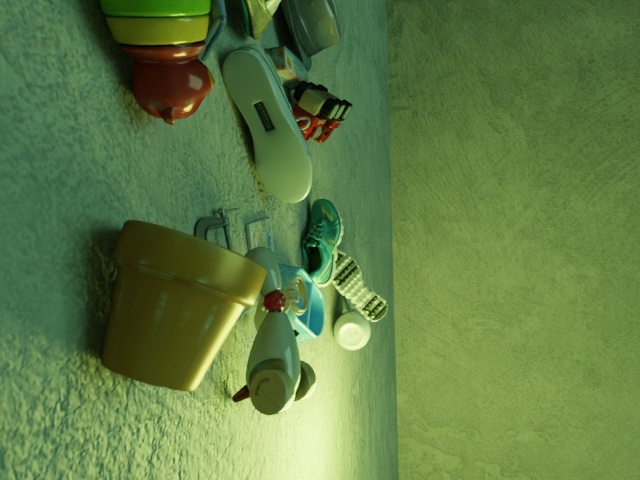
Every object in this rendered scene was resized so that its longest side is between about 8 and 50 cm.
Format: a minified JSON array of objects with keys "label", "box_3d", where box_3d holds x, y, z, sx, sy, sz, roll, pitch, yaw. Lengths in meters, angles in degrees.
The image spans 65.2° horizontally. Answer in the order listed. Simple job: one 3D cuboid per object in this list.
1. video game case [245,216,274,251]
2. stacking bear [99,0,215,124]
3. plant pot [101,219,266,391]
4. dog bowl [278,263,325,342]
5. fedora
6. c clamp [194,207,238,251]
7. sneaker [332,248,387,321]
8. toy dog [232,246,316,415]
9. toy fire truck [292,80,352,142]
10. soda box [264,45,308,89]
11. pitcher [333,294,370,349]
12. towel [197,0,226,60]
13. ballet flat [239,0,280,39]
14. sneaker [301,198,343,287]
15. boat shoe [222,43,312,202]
[{"label":"video game case","box_3d":[-0.140,-0.005,1.165,0.122,0.011,0.087,-33,118,-70]},{"label":"stacking bear","box_3d":[-0.225,-0.318,0.714,0.175,0.165,0.288,-133,-143,-55]},{"label":"plant pot","box_3d":[-0.201,0.096,0.687,0.205,0.205,0.187,45,61,-65]},{"label":"dog bowl","box_3d":[-0.060,0.165,1.289,0.297,0.074,0.165,56,35,-58]},{"label":"fedora","box_3d":[-0.019,-0.633,1.407,0.243,0.125,0.275,-75,148,-60]},{"label":"c clamp","box_3d":[-0.184,0.012,0.956,0.137,0.022,0.160,-2,81,-62]},{"label":"sneaker","box_3d":[0.105,0.152,1.708,0.292,0.110,0.118,54,-10,-14]},{"label":"toy dog","box_3d":[-0.127,0.198,1.017,0.220,0.161,0.333,50,27,-51]},{"label":"toy fire truck","box_3d":[-0.020,-0.301,1.426,0.246,0.159,0.217,-58,173,21]},{"label":"soda box","box_3d":[-0.088,-0.454,1.327,0.183,0.058,0.062,-5,92,-73]},{"label":"pitcher","box_3d":[0.102,0.282,1.741,0.207,0.126,0.177,-23,89,-82]},{"label":"towel","box_3d":[-0.194,-0.464,0.824,0.209,0.034,0.284,179,-95,-67]},{"label":"ballet flat","box_3d":[-0.128,-0.533,0.998,0.348,0.123,0.123,74,18,-73]},{"label":"sneaker","box_3d":[0.000,0.000,1.471,0.110,0.107,0.274,33,55,-57]},{"label":"boat shoe","box_3d":[-0.105,-0.272,1.154,0.156,0.136,0.366,-73,144,-54]}]
